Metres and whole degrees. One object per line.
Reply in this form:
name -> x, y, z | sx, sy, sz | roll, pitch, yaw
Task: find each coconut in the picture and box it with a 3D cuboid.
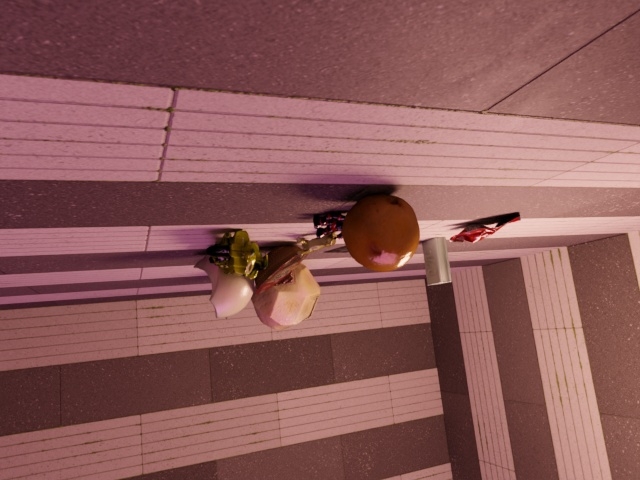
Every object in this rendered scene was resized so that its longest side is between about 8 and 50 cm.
coconut -> -0.169, 0.259, 2.440 | 0.352, 0.353, 0.352 | -6, 170, -1

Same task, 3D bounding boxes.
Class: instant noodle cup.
instant noodle cup -> -0.173, 0.093, 1.891 | 0.274, 0.091, 0.274 | -40, 172, -6

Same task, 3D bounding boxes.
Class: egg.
egg -> -0.346, 0.142, 1.855 | 0.206, 0.271, 0.162 | -3, 150, -34

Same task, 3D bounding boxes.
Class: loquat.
loquat -> 0.157, -0.020, 1.274 | 0.207, 0.208, 0.208 | -6, 170, -1

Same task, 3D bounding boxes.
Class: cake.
cake -> -0.183, 0.141, 2.223 | 0.135, 0.135, 0.147 | -7, 179, 7

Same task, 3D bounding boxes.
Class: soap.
soap -> 0.514, 0.093, 2.147 | 0.066, 0.198, 0.119 | -2, 170, -19

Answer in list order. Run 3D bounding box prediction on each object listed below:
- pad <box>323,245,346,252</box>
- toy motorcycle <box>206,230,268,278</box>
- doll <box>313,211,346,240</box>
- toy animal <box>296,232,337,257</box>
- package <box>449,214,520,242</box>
pad -> 0.132, 0.035, 2.151 | 0.142, 0.003, 0.211 | 2, 167, -38
toy motorcycle -> -0.277, 0.058, 1.642 | 0.205, 0.143, 0.342 | -6, 172, -11
doll -> 0.105, -0.045, 1.443 | 0.248, 0.088, 0.127 | -4, 171, 7
toy animal -> 0.000, 0.000, 1.728 | 0.181, 0.073, 0.136 | -22, 174, 16
package -> 0.632, -0.039, 1.860 | 0.269, 0.071, 0.194 | -14, -178, 21
